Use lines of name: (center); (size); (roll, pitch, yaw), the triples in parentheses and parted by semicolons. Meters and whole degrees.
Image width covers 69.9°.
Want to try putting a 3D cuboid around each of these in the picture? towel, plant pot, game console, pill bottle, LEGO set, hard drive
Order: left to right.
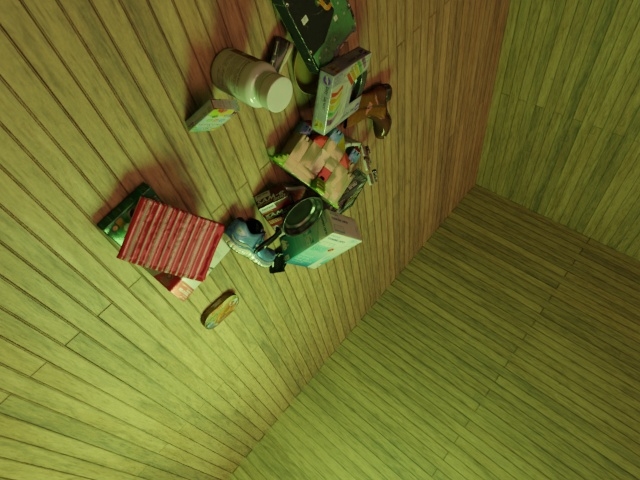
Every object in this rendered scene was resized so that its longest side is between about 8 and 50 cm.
towel: (-0.441, 0.002, 1.381); (0.274, 0.031, 0.199); (21, 91, -31)
pill bottle: (-0.196, -0.461, 1.329); (0.131, 0.229, 0.131); (-39, 148, -31)
game console: (-0.192, 0.083, 2.135); (0.107, 0.071, 0.122); (-8, 131, -18)
plant pot: (-0.021, -0.644, 1.636); (0.236, 0.032, 0.236); (-39, 147, -32)
hard drive: (-0.016, -0.742, 1.463); (0.237, 0.064, 0.339); (-54, 144, -10)
LEGO set: (0.215, -0.350, 2.129); (0.244, 0.060, 0.183); (-36, 112, -70)

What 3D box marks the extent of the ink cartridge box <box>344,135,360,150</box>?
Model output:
ink cartridge box: (0.070, -0.372, 2.002); (0.208, 0.086, 0.153); (-19, 134, -52)

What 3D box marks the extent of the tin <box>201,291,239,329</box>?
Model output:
tin: (-0.427, 0.297, 1.951); (0.189, 0.040, 0.106); (-42, 153, -27)

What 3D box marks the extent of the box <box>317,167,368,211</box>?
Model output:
box: (0.067, -0.176, 2.130); (0.307, 0.076, 0.242); (-39, 168, -31)

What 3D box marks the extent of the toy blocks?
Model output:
toy blocks: (0.008, -0.329, 1.801); (0.381, 0.190, 0.261); (34, 89, -33)

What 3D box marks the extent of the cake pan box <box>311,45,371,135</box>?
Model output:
cake pan box: (0.077, -0.549, 1.678); (0.267, 0.070, 0.246); (-45, 160, -39)

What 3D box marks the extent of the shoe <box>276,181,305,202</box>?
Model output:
shoe: (-0.125, -0.194, 1.896); (0.178, 0.063, 0.081); (-16, 126, -58)

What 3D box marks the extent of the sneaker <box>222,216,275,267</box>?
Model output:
sneaker: (-0.257, 0.003, 1.822); (0.147, 0.129, 0.330); (-53, 152, -2)

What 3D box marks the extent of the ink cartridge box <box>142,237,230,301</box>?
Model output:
ink cartridge box: (-0.445, 0.053, 1.522); (0.237, 0.172, 0.100); (-50, 151, -14)

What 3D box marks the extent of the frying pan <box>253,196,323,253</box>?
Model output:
frying pan: (-0.119, -0.054, 1.834); (0.326, 0.053, 0.197); (-45, 151, 4)

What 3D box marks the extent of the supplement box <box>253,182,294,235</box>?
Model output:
supplement box: (-0.162, -0.119, 1.856); (0.130, 0.073, 0.239); (-26, 149, 4)

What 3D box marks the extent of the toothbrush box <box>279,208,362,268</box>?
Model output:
toothbrush box: (0.000, 0.000, 2.047); (0.295, 0.126, 0.216); (-32, 151, 30)

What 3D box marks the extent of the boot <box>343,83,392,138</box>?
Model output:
boot: (0.210, -0.544, 2.043); (0.280, 0.096, 0.264); (-33, 144, -37)

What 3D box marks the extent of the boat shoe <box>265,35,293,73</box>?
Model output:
boat shoe: (-0.162, -0.560, 1.489); (0.064, 0.075, 0.206); (26, 105, -19)

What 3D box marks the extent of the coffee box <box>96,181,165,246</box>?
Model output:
coffee box: (-0.553, -0.073, 1.359); (0.184, 0.040, 0.113); (-49, 150, -15)

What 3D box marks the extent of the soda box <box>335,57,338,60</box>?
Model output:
soda box: (0.058, -0.607, 1.768); (0.058, 0.061, 0.181); (-9, 127, -54)

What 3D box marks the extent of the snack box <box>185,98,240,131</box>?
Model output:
snack box: (-0.317, -0.367, 1.350); (0.141, 0.037, 0.100); (-22, 177, 40)
